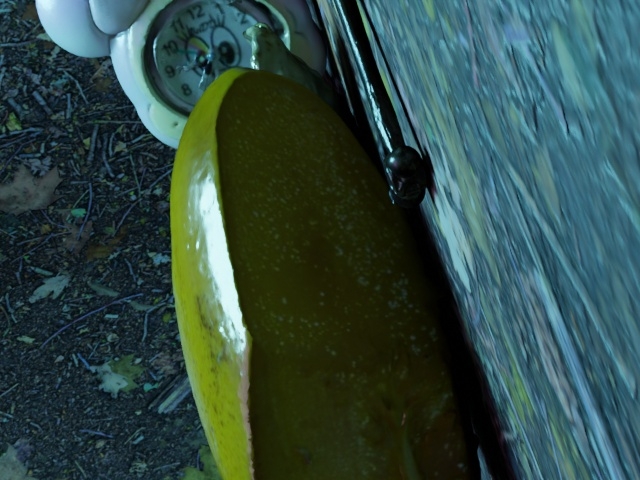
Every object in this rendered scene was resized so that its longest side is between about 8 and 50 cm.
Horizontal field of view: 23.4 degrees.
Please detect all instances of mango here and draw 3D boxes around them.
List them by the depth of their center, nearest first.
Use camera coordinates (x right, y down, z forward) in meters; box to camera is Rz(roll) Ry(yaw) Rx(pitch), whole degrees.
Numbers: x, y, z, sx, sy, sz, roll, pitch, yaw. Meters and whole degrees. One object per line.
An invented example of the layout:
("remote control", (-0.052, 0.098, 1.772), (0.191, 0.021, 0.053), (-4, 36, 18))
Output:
("mango", (-0.010, 0.058, 1.000), (0.201, 0.199, 0.350), (-17, -96, -54))

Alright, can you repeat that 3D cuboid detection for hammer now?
("hammer", (0.023, -0.102, 0.860), (0.065, 0.021, 0.178), (73, 178, -68))

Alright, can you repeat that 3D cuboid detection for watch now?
("watch", (-0.101, -0.199, 1.275), (0.217, 0.210, 0.248), (-91, -24, -66))

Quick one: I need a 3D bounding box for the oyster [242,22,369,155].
("oyster", (0.005, -0.001, 1.170), (0.166, 0.110, 0.341), (-142, 36, -79))
